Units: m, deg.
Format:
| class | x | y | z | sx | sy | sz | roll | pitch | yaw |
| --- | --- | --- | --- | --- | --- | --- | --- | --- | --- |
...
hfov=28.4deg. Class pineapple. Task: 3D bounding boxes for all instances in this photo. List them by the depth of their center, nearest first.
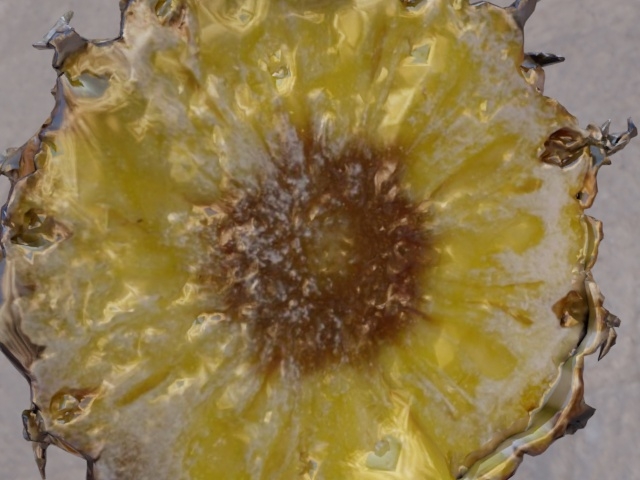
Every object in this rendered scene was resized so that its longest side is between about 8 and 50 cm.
| class | x | y | z | sx | sy | sz | roll | pitch | yaw |
| --- | --- | --- | --- | --- | --- | --- | --- | --- | --- |
| pineapple | 0.000 | 0.000 | 0.389 | 0.221 | 0.221 | 0.047 | -39 | 10 | -8 |
